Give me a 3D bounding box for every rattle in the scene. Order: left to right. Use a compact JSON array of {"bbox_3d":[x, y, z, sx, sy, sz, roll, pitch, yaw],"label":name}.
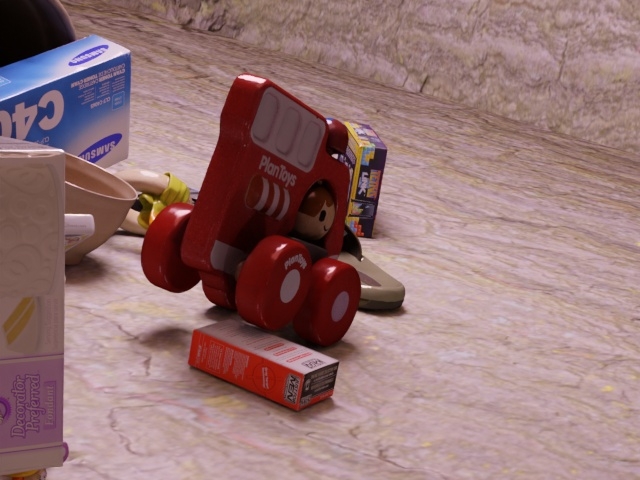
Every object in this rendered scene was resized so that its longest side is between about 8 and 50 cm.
[{"bbox_3d":[-0.270,-0.012,1.802,0.199,0.143,0.130,-2,-19,10],"label":"rattle"}]

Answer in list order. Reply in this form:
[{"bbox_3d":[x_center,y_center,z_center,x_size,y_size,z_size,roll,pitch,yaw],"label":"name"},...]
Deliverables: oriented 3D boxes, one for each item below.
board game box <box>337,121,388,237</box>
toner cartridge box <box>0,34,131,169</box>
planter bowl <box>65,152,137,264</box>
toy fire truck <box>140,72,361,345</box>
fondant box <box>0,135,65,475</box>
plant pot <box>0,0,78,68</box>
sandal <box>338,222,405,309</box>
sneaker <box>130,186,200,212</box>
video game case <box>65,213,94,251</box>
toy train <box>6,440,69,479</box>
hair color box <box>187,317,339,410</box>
[{"bbox_3d":[0.058,-0.096,2.111,0.048,0.141,0.170,8,16,-10],"label":"board game box"},{"bbox_3d":[-0.386,-0.132,1.733,0.075,0.165,0.348,26,37,28],"label":"toner cartridge box"},{"bbox_3d":[-0.319,-0.037,1.677,0.162,0.109,0.162,23,10,-4],"label":"planter bowl"},{"bbox_3d":[-0.046,-0.032,1.545,0.169,0.254,0.302,19,-2,29],"label":"toy fire truck"},{"bbox_3d":[-0.303,0.034,1.106,0.096,0.238,0.330,-2,9,-29],"label":"fondant box"},{"bbox_3d":[-0.526,-0.228,1.793,0.280,0.323,0.323,26,21,27],"label":"plant pot"},{"bbox_3d":[0.002,0.000,1.815,0.120,0.086,0.303,-13,31,-44],"label":"sandal"},{"bbox_3d":[-0.203,-0.048,1.901,0.188,0.067,0.078,13,9,-4],"label":"sneaker"},{"bbox_3d":[-0.377,0.010,1.446,0.206,0.026,0.227,0,-14,-33],"label":"video game case"},{"bbox_3d":[-0.272,0.178,1.104,0.166,0.046,0.125,-8,11,-40],"label":"toy train"},{"bbox_3d":[-0.060,0.127,1.421,0.141,0.043,0.072,19,17,29],"label":"hair color box"}]
